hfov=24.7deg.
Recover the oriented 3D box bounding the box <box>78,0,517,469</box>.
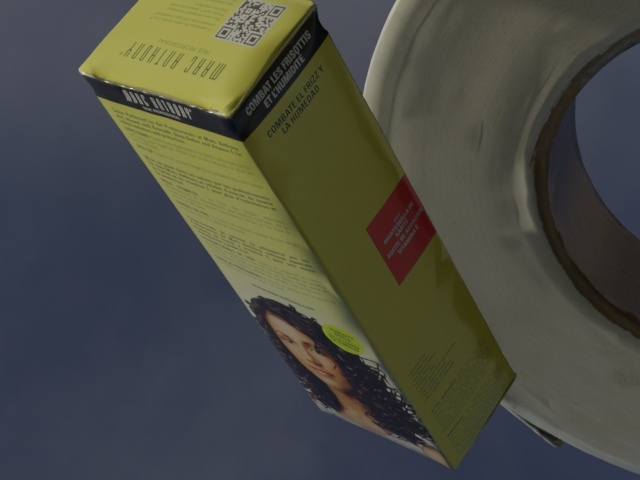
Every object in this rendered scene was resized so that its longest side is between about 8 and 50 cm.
[{"bbox_3d":[0.000,0.000,0.592,0.058,0.087,0.232,-52,-45,-21],"label":"box"}]

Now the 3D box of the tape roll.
[{"bbox_3d":[0.211,-0.033,0.706,0.392,0.072,0.392,12,-50,15],"label":"tape roll"}]
